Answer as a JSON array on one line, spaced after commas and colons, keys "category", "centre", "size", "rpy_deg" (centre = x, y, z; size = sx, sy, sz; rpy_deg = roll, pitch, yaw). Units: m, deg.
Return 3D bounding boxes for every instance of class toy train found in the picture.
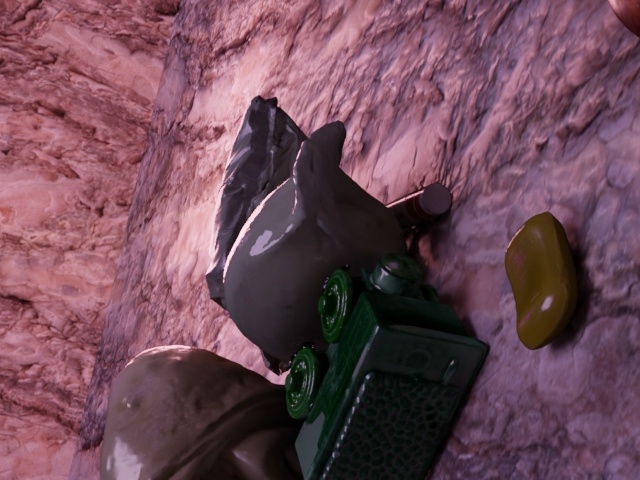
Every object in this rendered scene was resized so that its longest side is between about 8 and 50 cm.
[{"category": "toy train", "centre": [0.059, 0.151, 1.720], "size": [0.202, 0.145, 0.266], "rpy_deg": [-112, 39, -57]}]

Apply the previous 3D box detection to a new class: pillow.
[{"category": "pillow", "centre": [-0.062, 0.002, 2.129], "size": [0.283, 0.138, 0.310], "rpy_deg": [66, -152, -60]}]

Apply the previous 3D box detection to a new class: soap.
[{"category": "soap", "centre": [0.213, 0.039, 1.493], "size": [0.089, 0.045, 0.140], "rpy_deg": [117, 157, -43]}]

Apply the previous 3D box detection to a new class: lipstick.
[{"category": "lipstick", "centre": [0.114, -0.039, 1.866], "size": [0.131, 0.038, 0.038], "rpy_deg": [154, 128, -68]}]

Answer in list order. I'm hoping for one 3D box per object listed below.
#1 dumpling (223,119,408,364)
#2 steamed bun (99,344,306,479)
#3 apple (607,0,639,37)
[{"category": "dumpling", "centre": [0.008, 0.025, 1.882], "size": [0.320, 0.212, 0.270], "rpy_deg": [-50, -7, 38]}, {"category": "steamed bun", "centre": [-0.094, 0.306, 1.866], "size": [0.247, 0.339, 0.352], "rpy_deg": [-20, 49, 15]}, {"category": "apple", "centre": [0.316, -0.247, 1.231], "size": [0.201, 0.162, 0.201], "rpy_deg": [-178, 90, -75]}]
